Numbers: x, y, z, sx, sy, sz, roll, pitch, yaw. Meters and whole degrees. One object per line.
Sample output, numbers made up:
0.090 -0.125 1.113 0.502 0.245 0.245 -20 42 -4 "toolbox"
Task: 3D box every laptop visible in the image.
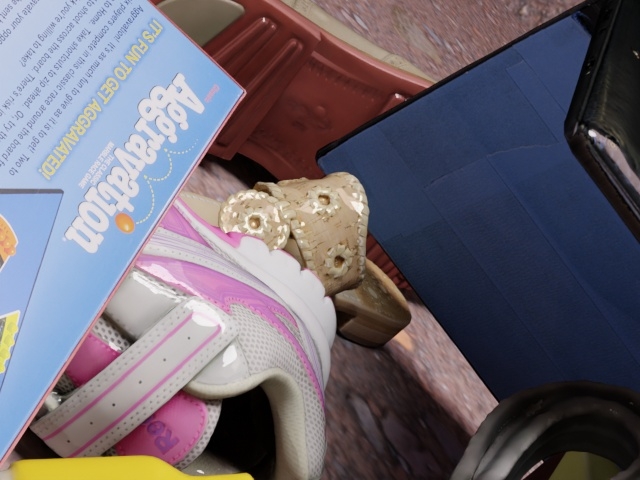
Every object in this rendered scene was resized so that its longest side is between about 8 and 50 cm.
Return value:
0.157 0.104 0.877 0.382 0.236 0.408 52 21 -8 "laptop"

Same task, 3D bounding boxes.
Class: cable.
0.018 0.097 0.613 0.287 0.072 0.139 -13 32 -26 "cable"

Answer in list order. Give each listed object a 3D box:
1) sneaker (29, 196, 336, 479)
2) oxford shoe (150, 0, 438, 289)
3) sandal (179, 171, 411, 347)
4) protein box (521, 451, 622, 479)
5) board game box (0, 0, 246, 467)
-0.077 0.028 0.705 0.252 0.103 0.111 31 25 -35 "sneaker"
0.003 -0.084 1.140 0.348 0.123 0.130 36 15 -38 "oxford shoe"
-0.003 -0.005 1.006 0.240 0.079 0.088 21 31 -57 "sandal"
0.122 0.220 0.711 0.201 0.136 0.200 44 16 -11 "protein box"
-0.131 -0.013 0.591 0.145 0.027 0.281 43 42 -12 "board game box"
